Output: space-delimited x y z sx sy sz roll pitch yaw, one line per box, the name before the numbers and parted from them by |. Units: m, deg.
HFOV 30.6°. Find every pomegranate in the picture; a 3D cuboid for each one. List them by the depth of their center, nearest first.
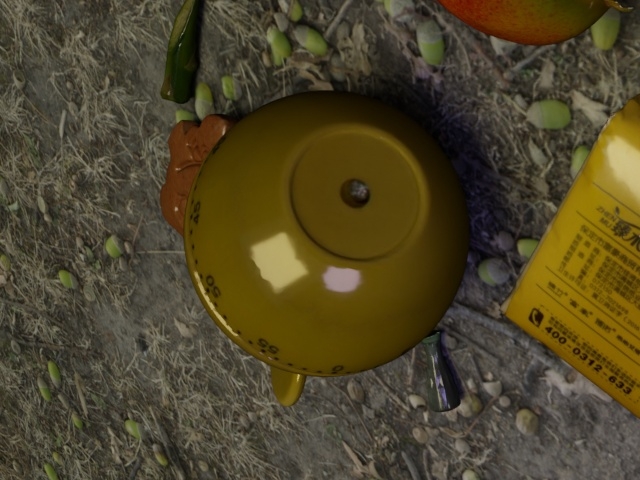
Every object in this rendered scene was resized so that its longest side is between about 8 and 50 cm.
pomegranate | 0.216 -0.289 1.121 0.256 0.221 0.221 37 134 41

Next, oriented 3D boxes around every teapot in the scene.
teapot | 0.158 0.172 1.564 0.042 0.043 0.111 0 108 43

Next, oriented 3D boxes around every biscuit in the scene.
biscuit | -0.150 -0.031 1.668 0.306 0.043 0.284 65 146 18

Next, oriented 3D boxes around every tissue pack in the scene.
tissue pack | 0.415 0.056 1.124 0.382 0.228 0.293 38 134 20

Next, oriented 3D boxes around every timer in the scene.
timer | 0.000 0.000 1.427 0.376 0.376 0.387 56 159 4

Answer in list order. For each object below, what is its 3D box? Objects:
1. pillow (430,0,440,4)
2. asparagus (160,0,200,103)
pillow | 0.092 -0.347 1.337 0.232 0.043 0.126 31 131 28
asparagus | -0.194 -0.274 1.642 0.045 0.041 0.178 27 128 20
